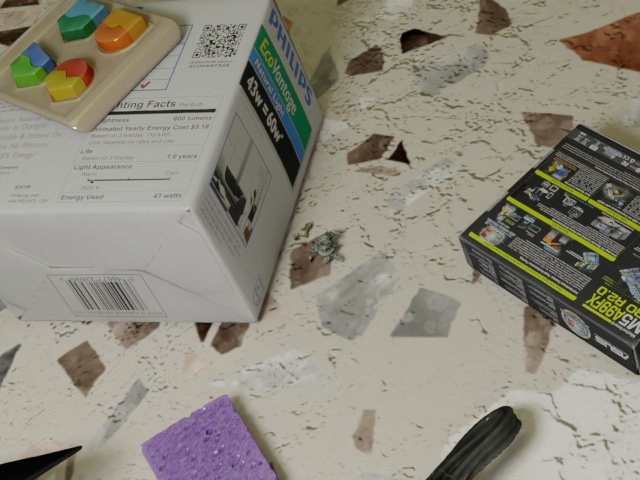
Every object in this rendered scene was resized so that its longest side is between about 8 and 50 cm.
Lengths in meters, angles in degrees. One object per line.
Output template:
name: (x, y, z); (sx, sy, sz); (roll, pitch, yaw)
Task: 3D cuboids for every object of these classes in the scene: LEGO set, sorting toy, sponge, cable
LEGO set: (-0.002, 0.001, 1.775); (0.083, 0.023, 0.054); (16, 59, 32)
sorting toy: (-0.302, -0.232, 1.777); (0.208, 0.038, 0.193); (25, 64, 37)
sponge: (-0.109, 0.273, 1.580); (0.117, 0.031, 0.210); (-32, 46, -6)
cable: (0.122, 0.270, 1.433); (0.139, 0.072, 0.287); (-41, -3, 35)

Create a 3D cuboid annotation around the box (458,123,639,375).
box: (0.325, 0.002, 1.619); (0.216, 0.060, 0.270); (-43, 49, -15)

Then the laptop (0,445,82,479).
laptop: (-0.473, 0.415, 1.487); (0.382, 0.236, 0.407); (-17, 61, 28)

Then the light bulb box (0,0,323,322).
light bulb box: (-0.226, -0.104, 1.817); (0.358, 0.225, 0.361); (0, 51, 23)
